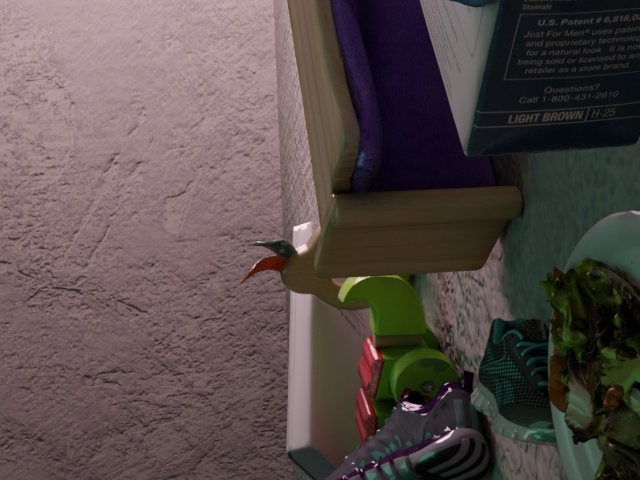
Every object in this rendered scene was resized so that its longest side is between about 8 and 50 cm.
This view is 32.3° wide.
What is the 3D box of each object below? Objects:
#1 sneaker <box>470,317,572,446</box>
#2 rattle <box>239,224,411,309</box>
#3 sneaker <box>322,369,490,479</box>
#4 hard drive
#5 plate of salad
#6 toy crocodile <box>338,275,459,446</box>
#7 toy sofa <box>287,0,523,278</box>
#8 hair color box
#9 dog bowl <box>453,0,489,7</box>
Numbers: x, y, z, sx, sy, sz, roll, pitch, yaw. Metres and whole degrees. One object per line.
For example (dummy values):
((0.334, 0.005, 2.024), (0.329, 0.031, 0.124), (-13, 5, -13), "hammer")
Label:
((0.145, 0.093, 0.758), (0.166, 0.065, 0.076), (-155, 69, -76), "sneaker")
((0.000, 0.000, 1.273), (0.130, 0.200, 0.142), (94, 169, -47), "rattle")
((0.074, 0.205, 1.063), (0.224, 0.083, 0.098), (-32, 40, 37), "sneaker")
((0.024, 0.155, 1.317), (0.203, 0.040, 0.307), (51, -150, -43), "hard drive")
((0.160, 0.084, 0.587), (0.200, 0.048, 0.199), (178, 90, -74), "plate of salad")
((0.079, 0.192, 1.148), (0.115, 0.105, 0.340), (-113, 19, -69), "toy crocodile")
((0.057, -0.160, 0.932), (0.177, 0.150, 0.362), (106, 159, -57), "toy sofa")
((0.125, -0.220, 0.520), (0.347, 0.105, 0.174), (94, 169, -51), "hair color box")
((0.040, -0.240, 0.466), (0.166, 0.074, 0.297), (-101, 11, -46), "dog bowl")
